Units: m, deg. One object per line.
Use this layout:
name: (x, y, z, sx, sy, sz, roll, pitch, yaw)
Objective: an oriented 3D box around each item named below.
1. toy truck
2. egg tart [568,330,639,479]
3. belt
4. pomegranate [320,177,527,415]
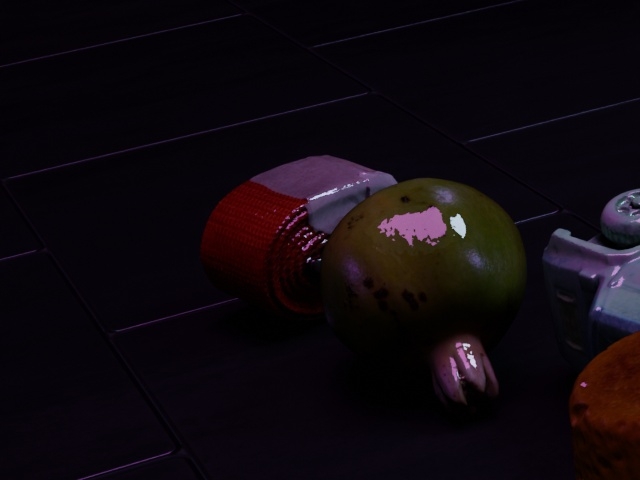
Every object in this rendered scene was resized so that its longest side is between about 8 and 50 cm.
toy truck: (0.295, 0.072, 1.273, 0.156, 0.155, 0.279, -33, 33, -31)
egg tart: (0.254, 0.151, 1.076, 0.215, 0.170, 0.215, -21, 18, 7)
belt: (0.000, 0.000, 1.552, 0.201, 0.128, 0.124, -22, 28, -34)
pomegranate: (0.095, 0.052, 1.382, 0.180, 0.180, 0.209, -13, 53, -14)
